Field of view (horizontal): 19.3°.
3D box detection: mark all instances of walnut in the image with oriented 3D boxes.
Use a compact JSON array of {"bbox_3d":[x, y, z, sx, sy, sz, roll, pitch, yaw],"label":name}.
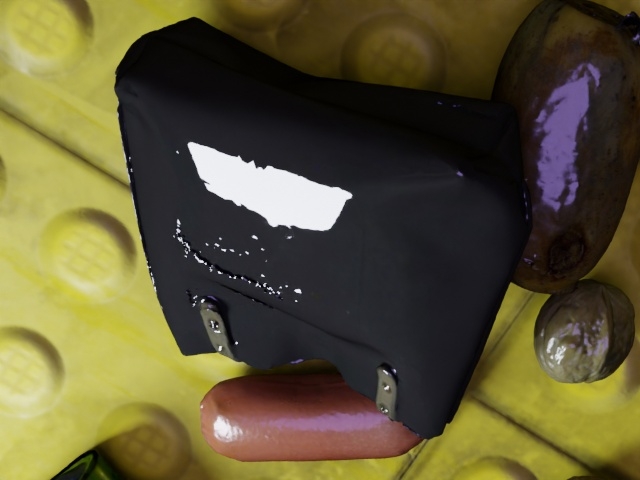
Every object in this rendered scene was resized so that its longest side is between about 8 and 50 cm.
[{"bbox_3d":[0.214,0.075,1.530,0.092,0.092,0.092,2,110,5],"label":"walnut"}]

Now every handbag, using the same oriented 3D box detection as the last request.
[{"bbox_3d":[0.000,0.000,1.472,0.342,0.152,0.288,19,124,23],"label":"handbag"}]

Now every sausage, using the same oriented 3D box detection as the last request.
[{"bbox_3d":[-0.006,0.149,1.583,0.194,0.077,0.077,-2,109,6],"label":"sausage"}]

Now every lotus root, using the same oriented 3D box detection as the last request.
[{"bbox_3d":[0.185,-0.073,1.456,0.123,0.124,0.241,16,109,8],"label":"lotus root"}]

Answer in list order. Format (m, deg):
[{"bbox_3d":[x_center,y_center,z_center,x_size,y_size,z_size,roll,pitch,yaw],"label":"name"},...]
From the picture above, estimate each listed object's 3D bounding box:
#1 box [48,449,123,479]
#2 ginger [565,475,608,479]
[{"bbox_3d":[-0.135,0.348,1.649,0.134,0.097,0.345,-39,101,8],"label":"box"},{"bbox_3d":[0.269,0.279,1.599,0.204,0.080,0.104,40,141,-8],"label":"ginger"}]
